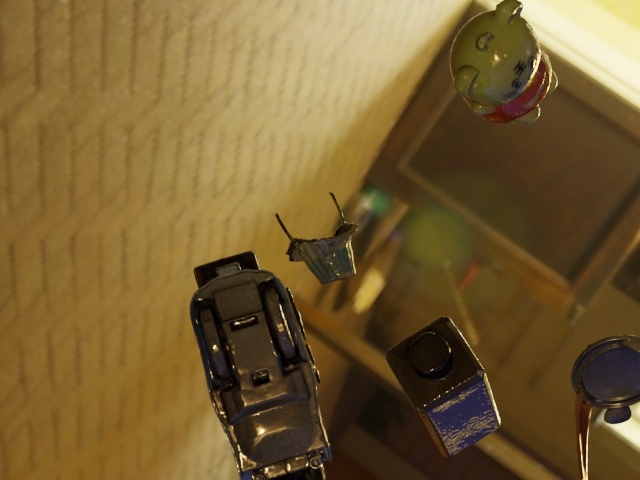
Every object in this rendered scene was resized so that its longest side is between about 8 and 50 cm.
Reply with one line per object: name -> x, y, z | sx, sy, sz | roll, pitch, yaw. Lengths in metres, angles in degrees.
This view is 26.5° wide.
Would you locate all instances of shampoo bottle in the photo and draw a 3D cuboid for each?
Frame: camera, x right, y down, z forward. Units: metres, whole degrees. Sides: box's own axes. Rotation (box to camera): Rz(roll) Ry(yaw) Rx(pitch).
shampoo bottle -> 0.129, 0.152, 1.415 | 0.079, 0.080, 0.246 | -32, 155, -2

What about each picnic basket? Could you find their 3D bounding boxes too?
picnic basket -> 0.000, 0.000, 1.248 | 0.065, 0.083, 0.083 | -19, 174, -25

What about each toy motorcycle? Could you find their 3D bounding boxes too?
toy motorcycle -> -0.060, 0.188, 1.586 | 0.125, 0.358, 0.212 | -16, 178, -4

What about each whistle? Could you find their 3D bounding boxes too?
whistle -> 0.232, -0.208, 1.705 | 0.131, 0.106, 0.288 | -59, 158, -1

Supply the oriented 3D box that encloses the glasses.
glasses -> 0.363, 0.183, 1.415 | 0.234, 0.118, 0.268 | -32, -159, 29
